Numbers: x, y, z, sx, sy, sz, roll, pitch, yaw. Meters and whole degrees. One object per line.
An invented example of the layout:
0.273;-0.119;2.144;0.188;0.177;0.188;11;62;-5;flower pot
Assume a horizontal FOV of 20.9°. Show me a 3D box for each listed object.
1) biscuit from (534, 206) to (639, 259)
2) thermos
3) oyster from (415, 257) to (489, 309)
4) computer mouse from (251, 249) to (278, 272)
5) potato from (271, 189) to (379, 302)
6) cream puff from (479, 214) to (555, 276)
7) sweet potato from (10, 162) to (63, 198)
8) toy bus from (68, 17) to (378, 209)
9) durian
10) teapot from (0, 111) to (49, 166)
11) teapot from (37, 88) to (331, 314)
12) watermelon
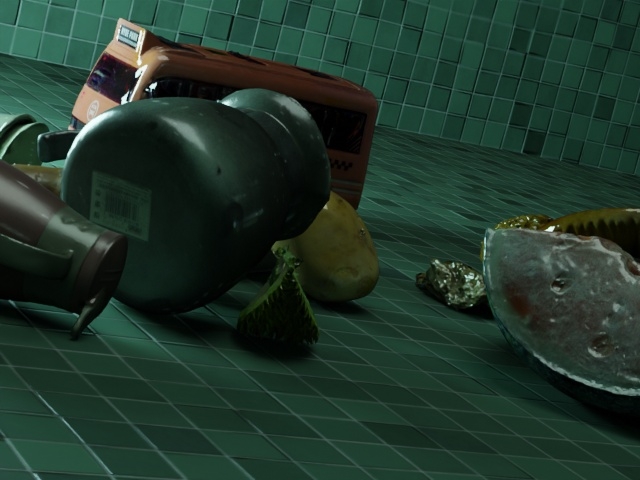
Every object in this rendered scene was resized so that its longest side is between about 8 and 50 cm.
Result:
0.374;0.060;2.026;0.318;0.040;0.318;8;-31;5;biscuit
-0.321;-0.008;1.670;0.265;0.146;0.176;22;5;10;thermos
0.187;0.059;2.267;0.105;0.056;0.177;21;5;-7;oyster
-0.115;0.004;2.130;0.126;0.056;0.245;19;12;28;computer mouse
0.000;0.000;2.070;0.178;0.109;0.118;54;6;15;potato
0.304;0.023;2.428;0.165;0.115;0.150;7;16;-40;cream puff
-0.249;-0.039;2.004;0.359;0.112;0.112;-1;12;-8;sweet potato
-0.138;-0.170;2.546;0.427;0.233;0.203;9;12;-31;toy bus
-0.035;0.058;1.807;0.086;0.100;0.215;15;2;-2;durian
-0.479;-0.162;2.251;0.251;0.183;0.183;30;14;17;teapot
-0.142;-0.052;1.879;0.305;0.223;0.285;-15;6;37;teapot
0.322;0.083;1.897;0.318;0.226;0.148;37;-13;27;watermelon
